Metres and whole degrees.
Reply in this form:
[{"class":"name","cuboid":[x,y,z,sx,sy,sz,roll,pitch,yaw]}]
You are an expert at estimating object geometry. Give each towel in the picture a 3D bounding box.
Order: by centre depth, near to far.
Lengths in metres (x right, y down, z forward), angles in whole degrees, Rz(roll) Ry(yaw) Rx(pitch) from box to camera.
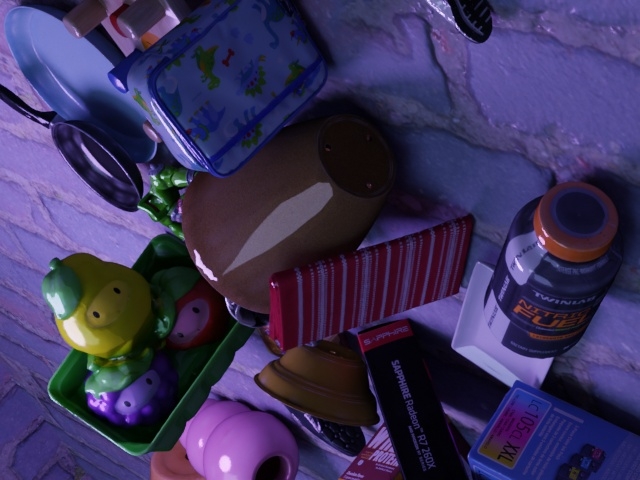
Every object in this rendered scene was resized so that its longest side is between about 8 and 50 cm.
[{"class":"towel","cuboid":[0.063,0.056,1.690,0.199,0.275,0.031,91,159,-60]}]

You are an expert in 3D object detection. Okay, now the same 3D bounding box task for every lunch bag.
[{"class":"lunch bag","cuboid":[-0.104,-0.193,1.533,0.090,0.219,0.176,17,145,54]}]

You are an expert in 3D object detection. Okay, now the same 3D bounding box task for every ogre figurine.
[{"class":"ogre figurine","cuboid":[-0.226,-0.062,2.082,0.118,0.097,0.197,24,164,9]}]

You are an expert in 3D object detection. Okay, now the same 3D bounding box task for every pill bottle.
[{"class":"pill bottle","cuboid":[0.269,0.030,1.470,0.130,0.130,0.245,34,155,15]}]

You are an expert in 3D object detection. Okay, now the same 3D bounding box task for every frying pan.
[{"class":"frying pan","cuboid":[-0.414,-0.157,2.147,0.326,0.053,0.197,31,154,25]}]

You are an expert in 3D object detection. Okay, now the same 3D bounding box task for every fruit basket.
[{"class":"fruit basket","cuboid":[-0.319,0.161,2.259,0.283,0.392,0.392,29,153,25]}]

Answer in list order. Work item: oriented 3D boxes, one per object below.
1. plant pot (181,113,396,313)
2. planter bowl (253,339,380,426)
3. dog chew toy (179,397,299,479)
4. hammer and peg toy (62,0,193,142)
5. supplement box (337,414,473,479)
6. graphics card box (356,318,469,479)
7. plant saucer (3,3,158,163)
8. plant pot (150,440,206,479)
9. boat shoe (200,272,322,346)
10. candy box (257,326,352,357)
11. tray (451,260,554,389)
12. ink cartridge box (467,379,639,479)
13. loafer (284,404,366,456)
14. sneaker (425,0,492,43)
[{"class":"plant pot","cuboid":[-0.021,-0.055,1.670,0.237,0.237,0.254,45,142,-8]},{"class":"planter bowl","cuboid":[0.007,0.216,2.079,0.217,0.090,0.217,18,-173,-2]},{"class":"dog chew toy","cuboid":[-0.194,0.440,2.761,0.332,0.206,0.206,23,151,51]},{"class":"hammer and peg toy","cuboid":[-0.224,-0.282,1.654,0.361,0.127,0.266,54,160,-26]},{"class":"supplement box","cuboid":[0.167,0.421,2.195,0.129,0.191,0.194,0,133,55]},{"class":"graphics card box","cuboid":[0.161,0.327,1.932,0.233,0.094,0.371,71,-178,-46]},{"class":"plant saucer","cuboid":[-0.369,-0.254,2.033,0.317,0.044,0.317,33,154,18]},{"class":"plant pot","cuboid":[-0.289,0.586,3.065,0.291,0.291,0.203,19,132,40]},{"class":"boat shoe","cuboid":[-0.104,0.082,2.110,0.335,0.119,0.121,16,146,43]},{"class":"candy box","cuboid":[-0.029,0.175,2.239,0.187,0.053,0.109,18,146,38]},{"class":"tray","cuboid":[0.260,0.121,1.754,0.145,0.030,0.270,35,155,16]},{"class":"ink cartridge box","cuboid":[0.420,0.385,1.792,0.395,0.151,0.270,23,155,26]},{"class":"loafer","cuboid":[-0.003,0.327,2.436,0.223,0.076,0.078,41,161,12]},{"class":"sneaker","cuboid":[0.135,-0.247,1.324,0.109,0.040,0.044,48,171,-7]}]
